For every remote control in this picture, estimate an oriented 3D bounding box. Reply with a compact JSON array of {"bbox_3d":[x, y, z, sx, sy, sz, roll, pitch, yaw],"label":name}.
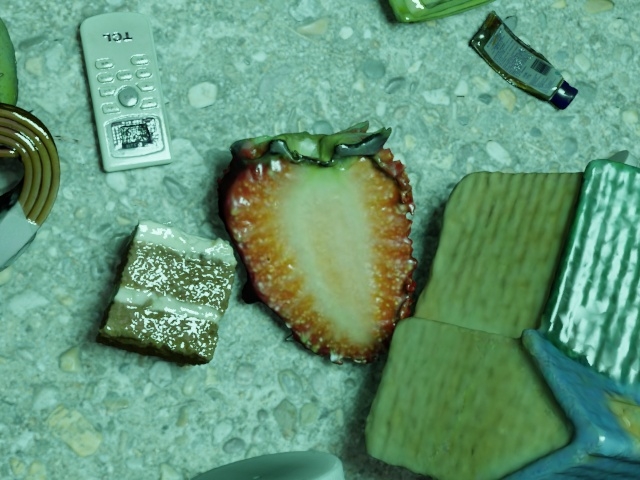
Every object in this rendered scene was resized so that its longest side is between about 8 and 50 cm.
[{"bbox_3d":[-0.234,-0.180,1.110,0.087,0.029,0.190,-9,90,-16],"label":"remote control"}]

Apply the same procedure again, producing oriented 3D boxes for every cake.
[{"bbox_3d":[-0.178,0.062,1.069,0.135,0.134,0.147,15,75,-15],"label":"cake"}]

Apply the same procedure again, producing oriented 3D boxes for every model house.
[{"bbox_3d":[0.303,0.128,1.044,0.334,0.342,0.382,21,79,-37],"label":"model house"}]

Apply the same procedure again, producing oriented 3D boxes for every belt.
[{"bbox_3d":[-0.401,-0.042,0.996,0.261,0.105,0.184,-41,114,-7],"label":"belt"}]

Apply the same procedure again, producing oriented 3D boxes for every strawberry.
[{"bbox_3d":[0.000,0.000,1.136,0.233,0.138,0.306,-6,116,2],"label":"strawberry"}]

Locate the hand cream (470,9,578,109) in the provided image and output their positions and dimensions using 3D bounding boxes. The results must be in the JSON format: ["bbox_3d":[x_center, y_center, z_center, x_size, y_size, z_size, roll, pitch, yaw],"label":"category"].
[{"bbox_3d":[0.279,-0.240,1.257,0.163,0.039,0.062,38,81,-5],"label":"hand cream"}]

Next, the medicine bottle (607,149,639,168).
[{"bbox_3d":[0.448,-0.056,1.271,0.140,0.079,0.079,41,78,-11],"label":"medicine bottle"}]

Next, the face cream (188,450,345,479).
[{"bbox_3d":[-0.055,0.359,1.051,0.201,0.201,0.187,-11,91,-16],"label":"face cream"}]

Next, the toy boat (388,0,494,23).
[{"bbox_3d":[0.202,-0.365,1.216,0.276,0.084,0.111,-25,97,-12],"label":"toy boat"}]

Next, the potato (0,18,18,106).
[{"bbox_3d":[-0.406,-0.187,1.051,0.119,0.054,0.198,14,84,-12],"label":"potato"}]
